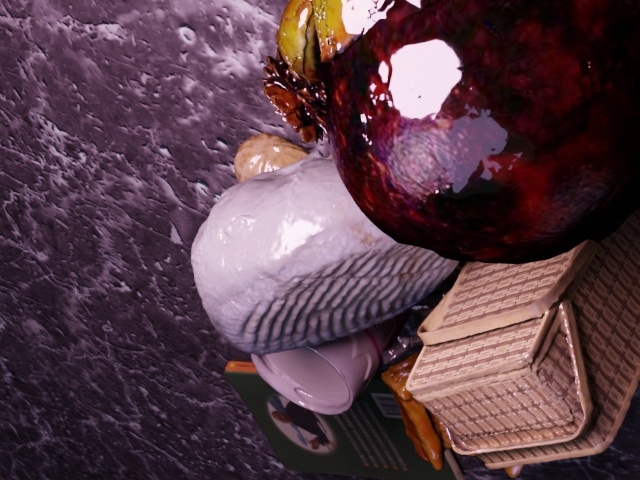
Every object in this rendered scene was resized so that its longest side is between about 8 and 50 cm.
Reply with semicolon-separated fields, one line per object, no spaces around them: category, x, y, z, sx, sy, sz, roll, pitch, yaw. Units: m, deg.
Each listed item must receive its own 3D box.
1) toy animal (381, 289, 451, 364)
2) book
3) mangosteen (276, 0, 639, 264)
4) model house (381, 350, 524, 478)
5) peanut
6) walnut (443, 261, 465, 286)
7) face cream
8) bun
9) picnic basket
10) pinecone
toy animal;0.161;0.107;1.951;0.148;0.084;0.233;-5;168;-7
book;0.040;0.304;2.430;0.371;0.043;0.260;1;133;37
mangosteen;0.153;-0.163;1.431;0.421;0.381;0.381;25;148;31
model house;0.194;0.213;2.035;0.229;0.199;0.220;19;104;-11
peanut;-0.019;-0.056;1.958;0.226;0.095;0.108;41;153;-15
walnut;0.177;0.024;1.935;0.121;0.052;0.091;33;161;-23
face cream;0.018;0.121;2.066;0.175;0.195;0.175;23;144;18
bun;0.006;-0.001;1.793;0.194;0.354;0.354;70;153;20
picnic basket;0.260;0.096;1.726;0.175;0.313;0.228;44;146;-19
pinecone;0.000;-0.186;1.753;0.140;0.140;0.121;41;113;-13
